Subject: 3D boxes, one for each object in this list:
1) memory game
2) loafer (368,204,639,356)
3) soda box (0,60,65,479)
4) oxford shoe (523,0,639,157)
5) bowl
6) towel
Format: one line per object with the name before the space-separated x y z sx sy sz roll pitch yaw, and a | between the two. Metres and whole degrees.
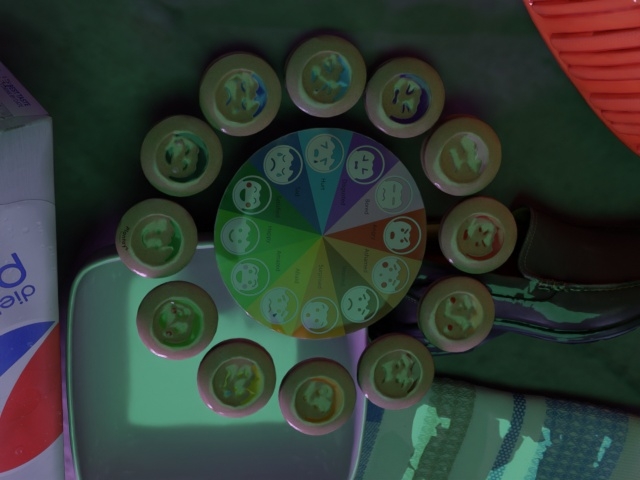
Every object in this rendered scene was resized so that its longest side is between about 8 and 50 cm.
memory game | 0.000 0.000 0.677 0.186 0.012 0.186 -2 103 -11
loafer | 0.104 0.013 0.726 0.170 0.062 0.061 -10 125 -4
soda box | -0.174 0.050 0.665 0.091 0.098 0.286 -19 134 -29
oxford shoe | 0.232 -0.068 0.671 0.363 0.130 0.133 35 83 -24
bowl | -0.050 0.059 0.721 0.142 0.053 0.142 -2 110 -9
towel | 0.088 0.182 0.831 0.285 0.034 0.209 13 102 -18
